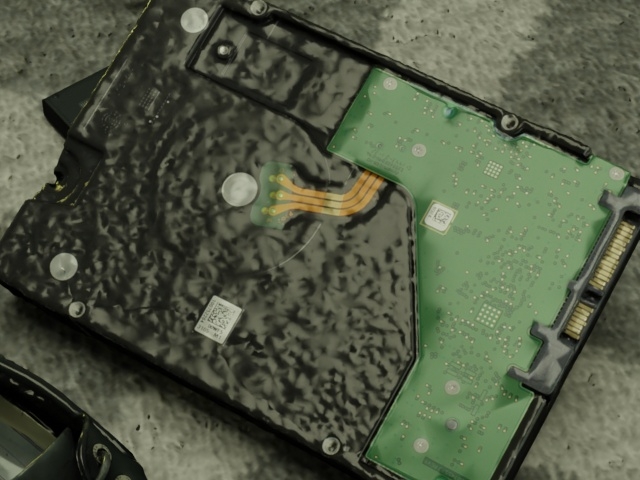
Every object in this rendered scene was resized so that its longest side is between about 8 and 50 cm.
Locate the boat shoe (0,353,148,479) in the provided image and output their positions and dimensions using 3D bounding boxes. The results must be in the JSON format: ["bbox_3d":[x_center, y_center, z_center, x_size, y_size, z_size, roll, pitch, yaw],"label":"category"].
[{"bbox_3d":[-0.163,0.136,0.823,0.340,0.113,0.127,39,59,23],"label":"boat shoe"}]

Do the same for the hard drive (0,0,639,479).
[{"bbox_3d":[0.000,0.000,0.925,0.339,0.064,0.237,25,78,16],"label":"hard drive"}]

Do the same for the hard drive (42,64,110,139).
[{"bbox_3d":[-0.111,-0.095,1.066,0.135,0.022,0.094,-31,60,-25],"label":"hard drive"}]
